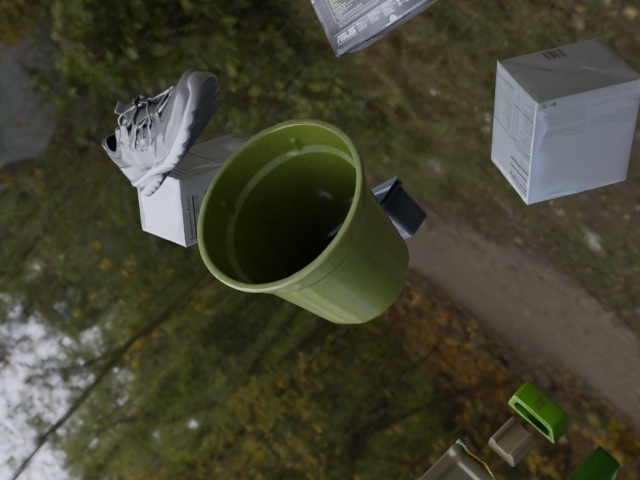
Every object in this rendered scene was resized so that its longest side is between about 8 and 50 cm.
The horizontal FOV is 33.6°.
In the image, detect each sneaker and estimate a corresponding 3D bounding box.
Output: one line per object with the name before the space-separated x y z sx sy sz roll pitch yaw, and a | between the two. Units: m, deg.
sneaker | -0.228 -0.153 1.437 0.115 0.105 0.281 36 144 -9

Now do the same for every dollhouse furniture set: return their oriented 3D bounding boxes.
dollhouse furniture set | 0.273 0.392 1.591 0.197 0.301 0.151 41 163 25

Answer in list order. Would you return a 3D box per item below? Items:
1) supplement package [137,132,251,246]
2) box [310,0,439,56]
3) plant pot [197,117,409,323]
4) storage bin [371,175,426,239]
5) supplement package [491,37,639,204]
supplement package | -0.210 -0.101 2.013 0.139 0.244 0.134 19 122 41
box | 0.068 -0.351 1.283 0.231 0.056 0.183 -25 90 49
plant pot | 0.000 0.000 1.590 0.276 0.276 0.254 38 177 41
storage bin | 0.118 -0.039 1.876 0.091 0.098 0.135 42 153 -10
supplement package | 0.407 -0.201 1.780 0.149 0.194 0.203 -118 19 -48
